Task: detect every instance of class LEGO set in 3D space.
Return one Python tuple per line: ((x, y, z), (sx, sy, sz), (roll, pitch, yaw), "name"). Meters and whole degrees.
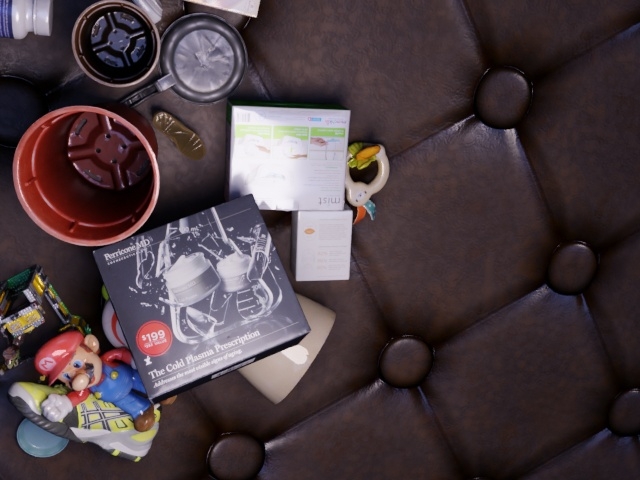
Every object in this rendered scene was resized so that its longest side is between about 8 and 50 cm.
((-0.681, 0.216, 1.736), (0.331, 0.192, 0.255), (-20, 110, -6), "LEGO set")

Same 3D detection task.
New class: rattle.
((0.114, -0.123, 1.842), (0.130, 0.142, 0.200), (0, 101, -32), "rattle")

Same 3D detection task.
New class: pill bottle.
((-0.633, -0.460, 1.588), (0.186, 0.112, 0.112), (4, 105, -13), "pill bottle")

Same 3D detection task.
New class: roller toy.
((-0.390, 0.156, 1.808), (0.191, 0.146, 0.209), (1, 115, -8), "roller toy")

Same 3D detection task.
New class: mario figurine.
((-0.464, 0.313, 1.708), (0.320, 0.170, 0.198), (35, 61, -33), "mario figurine")

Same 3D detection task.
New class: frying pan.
((-0.316, -0.380, 1.719), (0.326, 0.053, 0.197), (-11, 107, -12), "frying pan")

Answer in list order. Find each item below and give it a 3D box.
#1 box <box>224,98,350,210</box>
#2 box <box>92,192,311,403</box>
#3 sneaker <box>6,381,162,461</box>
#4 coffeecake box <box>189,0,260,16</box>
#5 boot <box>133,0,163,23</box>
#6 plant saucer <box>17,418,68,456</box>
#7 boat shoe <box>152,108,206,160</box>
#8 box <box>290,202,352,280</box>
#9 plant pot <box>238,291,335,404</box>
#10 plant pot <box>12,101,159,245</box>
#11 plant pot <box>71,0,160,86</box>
((-0.078, -0.189, 1.782), (0.261, 0.127, 0.231), (-1, 107, -12), "box")
((-0.243, 0.120, 1.633), (0.343, 0.179, 0.313), (-22, 79, -14), "box")
((-0.536, 0.381, 1.832), (0.384, 0.145, 0.147), (34, 80, -42), "sneaker")
((-0.212, -0.558, 1.664), (0.185, 0.068, 0.142), (8, 104, -21), "coffeecake box")
((-0.367, -0.580, 1.617), (0.123, 0.095, 0.258), (-31, 109, 5), "boot")
((-0.659, 0.459, 1.905), (0.119, 0.021, 0.119), (-3, 108, -11), "plant saucer")
((-0.310, -0.237, 1.758), (0.056, 0.049, 0.152), (-37, 129, 7), "boat shoe")
((0.000, 0.000, 1.874), (0.130, 0.091, 0.171), (-1, 107, -12), "box")
((-0.148, 0.193, 1.841), (0.274, 0.256, 0.256), (35, 97, -5), "plant pot")
((-0.447, -0.160, 1.625), (0.272, 0.265, 0.272), (-1, 109, -3), "plant pot")
((-0.411, -0.404, 1.625), (0.166, 0.165, 0.167), (-3, 107, -11), "plant pot")
